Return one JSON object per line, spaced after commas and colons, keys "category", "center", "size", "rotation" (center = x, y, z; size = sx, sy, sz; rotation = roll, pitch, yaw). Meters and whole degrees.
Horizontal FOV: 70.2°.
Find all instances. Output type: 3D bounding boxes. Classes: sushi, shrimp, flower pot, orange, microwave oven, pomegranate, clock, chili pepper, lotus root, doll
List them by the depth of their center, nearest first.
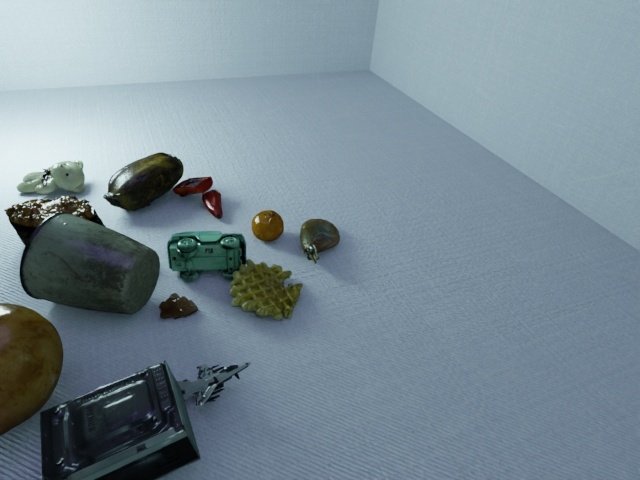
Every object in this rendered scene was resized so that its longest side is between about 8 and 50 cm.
{"category": "microwave oven", "center": [-0.466, 0.452, 1.061], "size": [0.295, 0.181, 0.237], "rotation": [-20, 47, -17]}
{"category": "pomegranate", "center": [-0.832, 0.332, 1.141], "size": [0.337, 0.338, 0.338], "rotation": [3, 37, -3]}
{"category": "flower pot", "center": [-0.719, 0.093, 1.473], "size": [0.330, 0.294, 0.294], "rotation": [17, 38, 3]}
{"category": "sushi", "center": [-0.976, -0.073, 1.710], "size": [0.348, 0.208, 0.234], "rotation": [7, 42, 10]}
{"category": "shrimp", "center": [0.000, 0.000, 1.842], "size": [0.168, 0.077, 0.317], "rotation": [5, 34, -5]}
{"category": "orange", "center": [-0.216, -0.065, 1.864], "size": [0.135, 0.118, 0.136], "rotation": [5, 30, -3]}
{"category": "lotus root", "center": [-0.766, -0.262, 1.990], "size": [0.195, 0.179, 0.397], "rotation": [12, 42, 35]}
{"category": "chili pepper", "center": [-0.461, -0.148, 1.992], "size": [0.088, 0.065, 0.169], "rotation": [-24, 48, -8]}
{"category": "doll", "center": [-1.201, -0.280, 2.018], "size": [0.277, 0.149, 0.175], "rotation": [-12, 72, -3]}
{"category": "clock", "center": [-0.569, -0.240, 2.051], "size": [0.155, 0.061, 0.113], "rotation": [-1, 31, 33]}

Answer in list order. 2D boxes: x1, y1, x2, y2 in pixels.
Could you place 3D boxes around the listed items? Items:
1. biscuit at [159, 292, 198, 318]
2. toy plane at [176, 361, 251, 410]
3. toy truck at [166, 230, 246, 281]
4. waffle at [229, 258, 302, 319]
{"category": "biscuit", "center": [-0.475, 0.226, 1.527], "size": [0.129, 0.019, 0.119], "rotation": [7, 37, 4]}
{"category": "toy plane", "center": [-0.301, 0.397, 1.274], "size": [0.233, 0.082, 0.160], "rotation": [-13, 31, -4]}
{"category": "toy truck", "center": [-0.412, 0.045, 1.667], "size": [0.278, 0.155, 0.156], "rotation": [-2, 30, -9]}
{"category": "waffle", "center": [-0.193, 0.166, 1.597], "size": [0.249, 0.056, 0.261], "rotation": [16, 39, -1]}
